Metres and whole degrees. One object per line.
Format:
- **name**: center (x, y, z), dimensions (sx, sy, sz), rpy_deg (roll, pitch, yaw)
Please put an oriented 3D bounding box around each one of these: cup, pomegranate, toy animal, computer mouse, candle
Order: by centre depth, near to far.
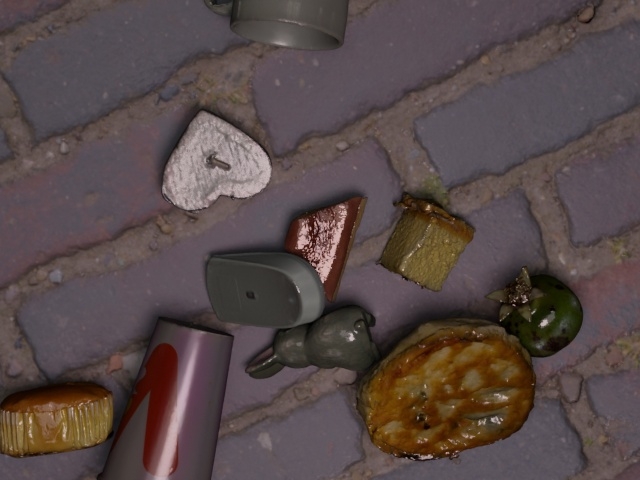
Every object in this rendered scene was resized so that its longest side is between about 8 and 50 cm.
- **cup**: center (-0.074, -0.446, 1.773), dimensions (0.258, 0.186, 0.234), rpy_deg (5, 86, 25)
- **cup**: center (-0.246, 0.283, 1.818), dimensions (0.203, 0.203, 0.288), rpy_deg (15, 88, -3)
- **pomegranate**: center (0.364, 0.126, 1.823), dimensions (0.149, 0.169, 0.148), rpy_deg (-6, 79, 35)
- **computer mouse**: center (-0.091, 0.082, 1.829), dimensions (0.231, 0.079, 0.127), rpy_deg (6, 111, 31)
- **candle**: center (-0.182, -0.140, 1.832), dimensions (0.192, 0.068, 0.168), rpy_deg (-12, 98, -3)
- **toy animal**: center (-0.015, 0.170, 1.847), dimensions (0.237, 0.138, 0.108), rpy_deg (-4, 64, 12)

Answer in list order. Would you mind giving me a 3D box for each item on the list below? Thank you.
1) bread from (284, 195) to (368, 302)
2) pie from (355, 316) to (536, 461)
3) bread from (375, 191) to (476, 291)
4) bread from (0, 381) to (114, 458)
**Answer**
- **bread**: center (0.000, 0.000, 1.851), dimensions (0.119, 0.067, 0.192), rpy_deg (18, 96, -7)
- **pie**: center (0.217, 0.253, 1.827), dimensions (0.315, 0.092, 0.315), rpy_deg (-2, 124, -4)
- **bread**: center (0.188, 0.009, 1.846), dimensions (0.152, 0.127, 0.147), rpy_deg (25, 94, -21)
- **bread**: center (-0.447, 0.296, 1.828), dimensions (0.191, 0.132, 0.114), rpy_deg (-2, 96, -6)
